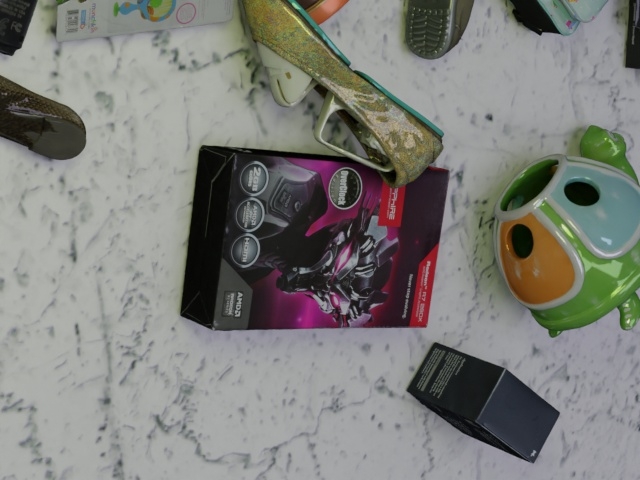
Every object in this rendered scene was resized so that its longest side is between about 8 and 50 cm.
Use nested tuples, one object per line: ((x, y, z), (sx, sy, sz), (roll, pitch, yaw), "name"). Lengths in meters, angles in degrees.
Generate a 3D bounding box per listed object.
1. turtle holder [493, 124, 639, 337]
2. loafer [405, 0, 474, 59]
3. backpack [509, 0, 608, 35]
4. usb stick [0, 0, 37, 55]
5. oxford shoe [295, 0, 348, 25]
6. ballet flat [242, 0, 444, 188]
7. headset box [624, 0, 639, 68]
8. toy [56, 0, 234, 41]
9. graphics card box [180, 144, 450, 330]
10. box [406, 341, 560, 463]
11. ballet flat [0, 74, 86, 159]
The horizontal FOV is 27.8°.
((0.400, -0.027, 1.932), (0.320, 0.243, 0.227), (-45, 107, -9), "turtle holder")
((0.177, -0.377, 1.785), (0.087, 0.094, 0.251), (-15, 122, -59), "loafer")
((0.356, -0.410, 1.866), (0.166, 0.144, 0.188), (44, 72, -29), "backpack")
((-0.325, -0.346, 1.437), (0.077, 0.045, 0.278), (19, 89, -45), "usb stick")
((0.042, -0.398, 1.667), (0.271, 0.097, 0.098), (-50, 119, -16), "oxford shoe")
((0.009, -0.188, 1.623), (0.348, 0.123, 0.123), (39, 77, -23), "ballet flat")
((0.613, -0.385, 2.079), (0.293, 0.110, 0.218), (-10, 106, -35), "headset box")
((-0.208, -0.316, 1.514), (0.237, 0.056, 0.137), (-16, 129, -36), "toy")
((0.000, 0.000, 1.732), (0.371, 0.094, 0.232), (3, 99, -36), "graphics card box")
((0.243, 0.242, 1.929), (0.156, 0.158, 0.093), (38, 78, -37), "box")
((-0.374, -0.161, 1.445), (0.250, 0.058, 0.084), (21, 124, -33), "ballet flat")
